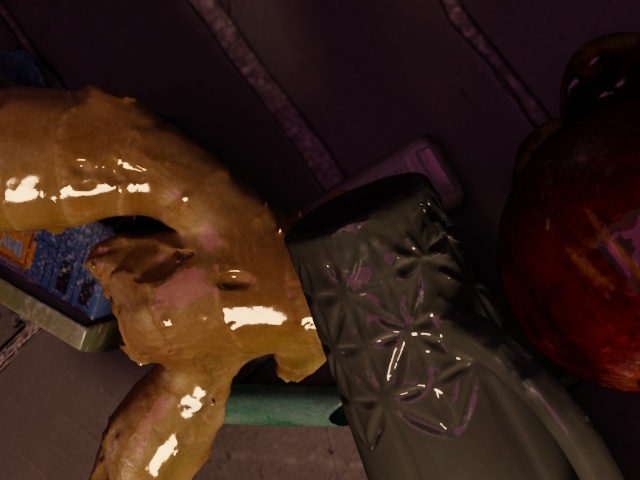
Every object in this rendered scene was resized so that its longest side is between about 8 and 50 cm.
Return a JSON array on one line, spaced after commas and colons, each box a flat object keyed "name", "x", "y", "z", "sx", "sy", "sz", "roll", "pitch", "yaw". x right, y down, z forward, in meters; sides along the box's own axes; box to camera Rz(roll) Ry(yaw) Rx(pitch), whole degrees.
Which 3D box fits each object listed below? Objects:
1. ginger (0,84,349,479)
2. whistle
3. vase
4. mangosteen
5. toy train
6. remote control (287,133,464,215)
[{"name": "ginger", "x": -0.078, "y": 0.014, "z": 0.829, "sx": 0.348, "sy": 0.122, "sz": 0.363, "roll": -21, "pitch": 100, "yaw": 2}, {"name": "whistle", "x": -0.010, "y": 0.138, "z": 0.906, "sx": 0.186, "sy": 0.039, "sz": 0.039, "roll": -2, "pitch": 92, "yaw": 23}, {"name": "vase", "x": 0.089, "y": 0.108, "z": 0.712, "sx": 0.251, "sy": 0.156, "sz": 0.300, "roll": -4, "pitch": 114, "yaw": 60}, {"name": "mangosteen", "x": 0.217, "y": -0.026, "z": 0.719, "sx": 0.215, "sy": 0.215, "sz": 0.257, "roll": -21, "pitch": 62, "yaw": 23}, {"name": "toy train", "x": -0.254, "y": -0.047, "z": 0.961, "sx": 0.300, "sy": 0.131, "sz": 0.202, "roll": 26, "pitch": 110, "yaw": 21}, {"name": "remote control", "x": 0.000, "y": 0.000, "z": 0.903, "sx": 0.261, "sy": 0.029, "sz": 0.067, "roll": -31, "pitch": 84, "yaw": 24}]
